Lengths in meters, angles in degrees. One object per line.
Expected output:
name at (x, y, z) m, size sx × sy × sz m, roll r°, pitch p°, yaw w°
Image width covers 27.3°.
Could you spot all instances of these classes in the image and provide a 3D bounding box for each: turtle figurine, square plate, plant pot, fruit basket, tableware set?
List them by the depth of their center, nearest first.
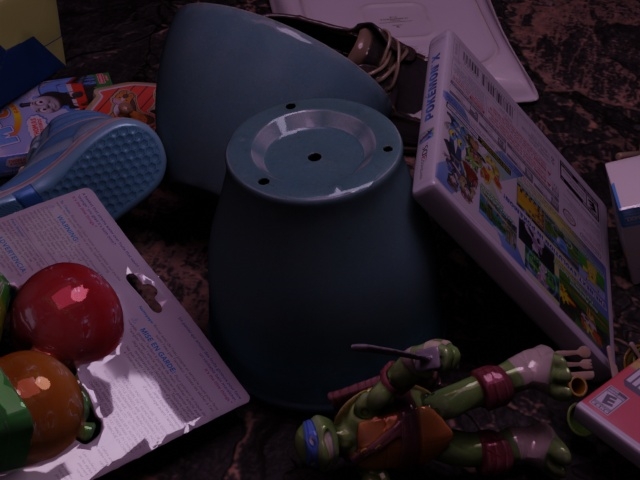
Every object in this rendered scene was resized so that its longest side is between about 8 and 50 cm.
turtle figurine at (0.126, 0.197, 1.254) m, size 0.266 × 0.275 × 0.198 m, roll -9°, pitch 76°, yaw -19°
fruit basket at (-0.302, 0.117, 1.341) m, size 0.353 × 0.165 × 0.327 m, roll -21°, pitch 61°, yaw -40°
tableware set at (0.322, 0.160, 1.399) m, size 0.154 × 0.024 × 0.104 m, roll 1°, pitch 73°, yaw -24°
plant pot at (0.000, 0.000, 1.406) m, size 0.271 × 0.255 × 0.272 m, roll -3°, pitch 41°, yaw 2°
plant pot at (-0.083, -0.127, 1.593) m, size 0.290 × 0.290 × 0.195 m, roll 20°, pitch 79°, yaw 19°
square plate at (0.114, -0.306, 1.949) m, size 0.347 × 0.049 × 0.344 m, roll -5°, pitch 41°, yaw -8°

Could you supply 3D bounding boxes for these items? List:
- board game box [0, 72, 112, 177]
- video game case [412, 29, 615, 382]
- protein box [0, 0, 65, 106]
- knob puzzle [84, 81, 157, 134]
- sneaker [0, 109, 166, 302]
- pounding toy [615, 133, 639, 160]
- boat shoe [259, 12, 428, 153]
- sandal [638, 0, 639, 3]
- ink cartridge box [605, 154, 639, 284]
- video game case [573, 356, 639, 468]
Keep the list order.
board game box at (-0.370, -0.153, 1.750) m, size 0.211 × 0.039 × 0.160 m, roll -11°, pitch 43°, yaw -14°
video game case at (0.225, -0.043, 1.487) m, size 0.036 × 0.329 × 0.300 m, roll -30°, pitch 29°, yaw 30°
protein box at (-0.486, -0.272, 1.762) m, size 0.201 × 0.136 × 0.200 m, roll 9°, pitch 29°, yaw 21°
knob puzzle at (-0.211, -0.167, 1.746) m, size 0.213 × 0.030 × 0.213 m, roll 14°, pitch 34°, yaw -10°
sneaker at (-0.344, -0.043, 1.581) m, size 0.319 × 0.127 × 0.208 m, roll -33°, pitch 24°, yaw -11°
pounding toy at (0.442, -0.093, 1.676) m, size 0.141 × 0.100 × 0.130 m, roll 11°, pitch 41°, yaw 9°
boat shoe at (0.056, -0.212, 1.741) m, size 0.355 × 0.130 × 0.132 m, roll 12°, pitch 65°, yaw 5°
sandal at (0.470, -0.100, 1.552) m, size 0.107 × 0.446 × 0.167 m, roll -31°, pitch 2°, yaw 17°
ink cartridge box at (0.400, -0.021, 1.571) m, size 0.090 × 0.143 × 0.092 m, roll -13°, pitch 40°, yaw 9°
video game case at (0.428, 0.165, 1.347) m, size 0.285 × 0.025 × 0.204 m, roll -29°, pitch 49°, yaw -32°
